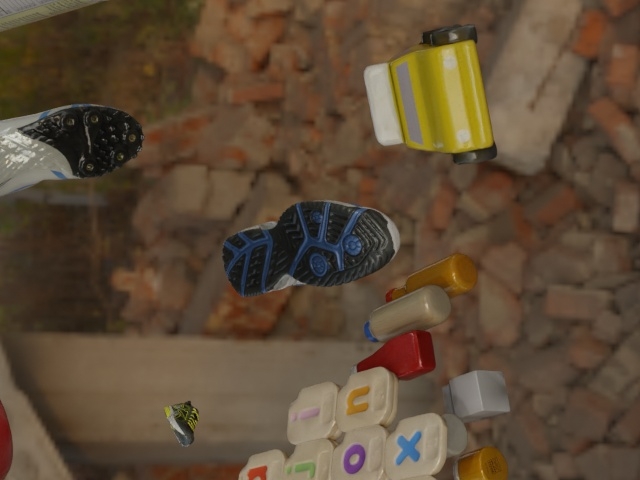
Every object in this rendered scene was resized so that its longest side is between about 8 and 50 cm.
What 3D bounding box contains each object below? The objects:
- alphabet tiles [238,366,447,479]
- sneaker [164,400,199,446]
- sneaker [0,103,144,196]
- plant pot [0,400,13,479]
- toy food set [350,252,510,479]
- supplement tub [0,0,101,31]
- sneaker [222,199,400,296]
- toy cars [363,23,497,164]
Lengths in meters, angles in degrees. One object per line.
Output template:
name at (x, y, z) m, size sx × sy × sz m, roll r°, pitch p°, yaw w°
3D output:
alphabet tiles at (0.013, 0.260, 1.302) m, size 0.278 × 0.021 × 0.284 m, roll -22°, pitch 54°, yaw 43°
sneaker at (-0.150, 0.199, 1.596) m, size 0.031 × 0.035 × 0.083 m, roll 68°, pitch 170°, yaw -25°
sneaker at (-0.305, -0.096, 1.512) m, size 0.086 × 0.237 × 0.085 m, roll -131°, pitch 29°, yaw -67°
plant pot at (-0.397, 0.188, 1.269) m, size 0.174 × 0.191 × 0.191 m, roll -42°, pitch -25°, yaw -45°
toy food set at (0.100, 0.134, 1.377) m, size 0.104 × 0.111 × 0.232 m, roll -27°, pitch 66°, yaw 44°
supplement tub at (-0.334, -0.357, 1.571) m, size 0.235 × 0.325 × 0.235 m, roll -13°, pitch -90°, yaw -72°
sneaker at (0.000, 0.000, 1.282) m, size 0.211 × 0.081 × 0.080 m, roll -7°, pitch 97°, yaw 50°
toy cars at (0.067, -0.190, 1.179) m, size 0.176 × 0.087 × 0.393 m, roll 78°, pitch -178°, yaw -49°
